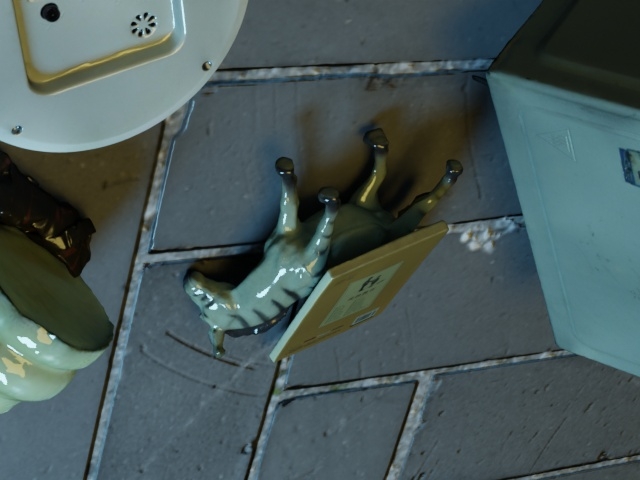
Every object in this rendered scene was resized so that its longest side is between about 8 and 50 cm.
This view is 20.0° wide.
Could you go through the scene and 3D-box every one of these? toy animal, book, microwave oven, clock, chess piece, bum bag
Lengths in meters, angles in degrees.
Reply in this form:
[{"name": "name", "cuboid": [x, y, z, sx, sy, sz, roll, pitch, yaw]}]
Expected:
[{"name": "toy animal", "cuboid": [0.002, 0.004, 1.478, 0.217, 0.073, 0.176, -16, 143, -31]}, {"name": "book", "cuboid": [0.030, 0.044, 1.504, 0.118, 0.012, 0.172, -23, 163, -28]}, {"name": "microwave oven", "cuboid": [0.323, -0.056, 1.488, 0.218, 0.286, 0.355, -51, 141, -26]}, {"name": "clock", "cuboid": [-0.161, -0.172, 1.213, 0.230, 0.083, 0.230, -19, 131, -23]}, {"name": "chess piece", "cuboid": [-0.279, 0.113, 1.343, 0.243, 0.133, 0.133, -45, 137, 15]}, {"name": "bum bag", "cuboid": [-0.205, -0.018, 1.330, 0.034, 0.058, 0.124, -24, 139, 24]}]
